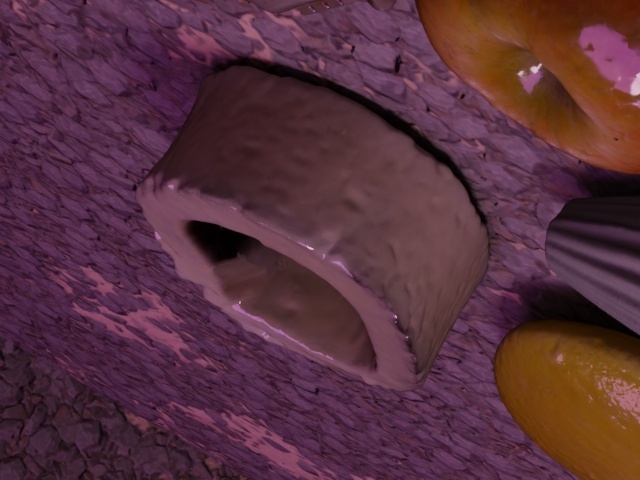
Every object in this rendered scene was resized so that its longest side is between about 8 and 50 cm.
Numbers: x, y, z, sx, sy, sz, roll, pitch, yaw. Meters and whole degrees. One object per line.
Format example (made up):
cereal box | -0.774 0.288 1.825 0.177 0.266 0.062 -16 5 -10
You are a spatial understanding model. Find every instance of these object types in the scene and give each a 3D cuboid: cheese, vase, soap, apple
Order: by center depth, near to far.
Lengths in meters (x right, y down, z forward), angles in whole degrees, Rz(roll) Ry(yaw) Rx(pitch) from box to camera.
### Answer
apple | 0.169 -0.147 0.996 0.235 0.173 0.210 33 167 23
vase | 0.272 0.023 1.329 0.128 0.128 0.248 45 165 -35
cheese | -0.001 -0.003 1.618 0.292 0.153 0.332 21 157 27
soap | 0.355 0.207 1.656 0.427 0.115 0.306 28 164 10

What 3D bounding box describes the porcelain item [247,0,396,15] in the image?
porcelain item | 0.019 -0.200 1.251 0.084 0.054 0.213 41 160 -32
